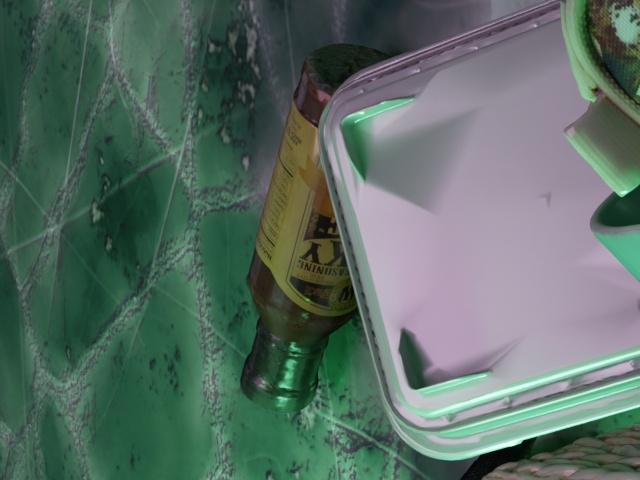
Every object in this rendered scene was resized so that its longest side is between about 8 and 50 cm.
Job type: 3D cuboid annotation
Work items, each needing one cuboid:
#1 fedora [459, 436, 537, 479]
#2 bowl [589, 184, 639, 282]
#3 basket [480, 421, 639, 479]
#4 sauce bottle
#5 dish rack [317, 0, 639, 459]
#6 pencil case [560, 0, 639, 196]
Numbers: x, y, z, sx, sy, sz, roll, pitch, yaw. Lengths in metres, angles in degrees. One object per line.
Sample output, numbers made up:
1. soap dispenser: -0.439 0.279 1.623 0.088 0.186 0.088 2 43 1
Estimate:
1. fedora: 0.106 0.307 1.405 0.152 0.334 0.334 38 135 10
2. bowl: 0.311 -0.006 0.950 0.311 0.312 0.163 -18 99 59
3. basket: 0.288 0.255 1.037 0.331 0.266 0.328 -2 95 61
4. sauce bottle: 0.000 0.000 1.610 0.111 0.111 0.344 51 139 41
5. dish rack: 0.153 -0.025 1.218 0.333 0.072 0.285 -19 77 23
6. pencil case: 0.200 -0.176 0.965 0.184 0.410 0.160 -32 106 20
